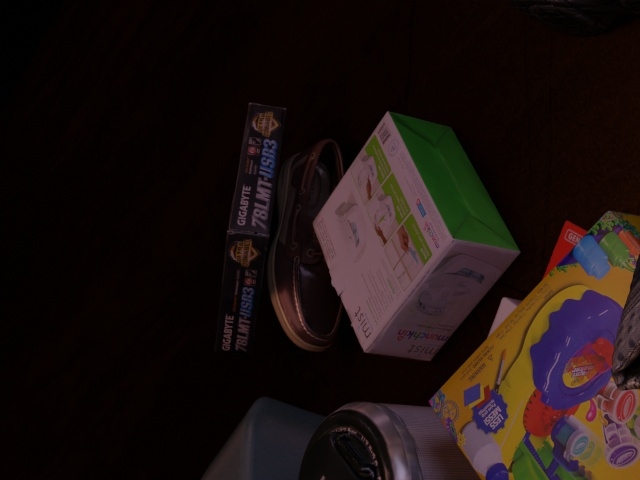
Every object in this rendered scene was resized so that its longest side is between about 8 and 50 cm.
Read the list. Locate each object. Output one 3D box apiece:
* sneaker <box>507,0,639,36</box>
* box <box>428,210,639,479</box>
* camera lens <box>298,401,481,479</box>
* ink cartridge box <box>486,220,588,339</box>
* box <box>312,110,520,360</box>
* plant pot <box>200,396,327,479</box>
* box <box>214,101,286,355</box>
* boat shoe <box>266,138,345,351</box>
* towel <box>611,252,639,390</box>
[{"bbox_3d":[0.348,-0.330,1.480,0.286,0.109,0.130,4,74,51],"label":"sneaker"},{"bbox_3d":[0.317,0.173,1.208,0.290,0.177,0.279,-52,55,26],"label":"box"},{"bbox_3d":[0.126,0.308,1.443,0.219,0.274,0.219,-20,66,55],"label":"camera lens"},{"bbox_3d":[0.310,0.127,1.422,0.275,0.060,0.239,38,114,55],"label":"ink cartridge box"},{"bbox_3d":[0.121,-0.005,1.691,0.231,0.127,0.262,-57,39,32],"label":"box"},{"bbox_3d":[-0.055,0.375,1.757,0.247,0.248,0.252,-56,23,33],"label":"plant pot"},{"bbox_3d":[-0.115,-0.017,1.955,0.293,0.073,0.295,100,175,-47],"label":"box"},{"bbox_3d":[0.000,0.000,1.892,0.123,0.123,0.342,-33,48,50],"label":"boat shoe"},{"bbox_3d":[0.357,-0.066,0.983,0.324,0.056,0.312,-61,-2,41],"label":"towel"}]
